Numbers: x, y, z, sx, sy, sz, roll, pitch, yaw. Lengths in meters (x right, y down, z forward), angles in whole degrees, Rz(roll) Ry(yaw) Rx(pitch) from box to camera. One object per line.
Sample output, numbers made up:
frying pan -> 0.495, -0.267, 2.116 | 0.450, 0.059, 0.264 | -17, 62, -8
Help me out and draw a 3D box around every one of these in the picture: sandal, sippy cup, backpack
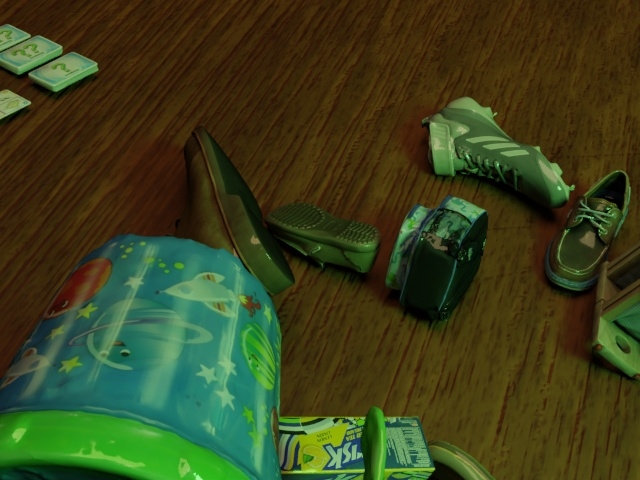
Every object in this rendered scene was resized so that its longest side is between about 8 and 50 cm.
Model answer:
sandal -> 0.147, 0.231, 0.870 | 0.180, 0.072, 0.049 | 33, 63, 29
sippy cup -> -0.124, 0.124, 0.744 | 0.305, 0.240, 0.224 | 37, 40, -24
backpack -> 0.121, 0.009, 1.091 | 0.084, 0.105, 0.114 | 24, 38, 18

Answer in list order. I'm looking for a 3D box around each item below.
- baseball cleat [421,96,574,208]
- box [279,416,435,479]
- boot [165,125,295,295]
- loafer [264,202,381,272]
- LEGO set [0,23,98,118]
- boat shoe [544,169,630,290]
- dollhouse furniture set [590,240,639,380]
baseball cleat -> 0.197, -0.088, 1.256 | 0.109, 0.072, 0.206 | -30, 48, -14
box -> 0.004, 0.182, 0.877 | 0.169, 0.059, 0.054 | 5, 45, -24
boot -> -0.121, -0.022, 1.101 | 0.115, 0.112, 0.305 | -35, 32, 7
loafer -> 0.000, 0.000, 1.130 | 0.148, 0.050, 0.056 | 20, 38, 38
LEGO set -> -0.426, -0.212, 1.312 | 0.182, 0.060, 0.244 | 27, 45, 28
boat shoe -> 0.295, -0.018, 1.174 | 0.066, 0.066, 0.183 | 20, 42, 16
dollhouse furniture set -> 0.384, 0.085, 1.054 | 0.184, 0.129, 0.129 | 36, 41, -11
